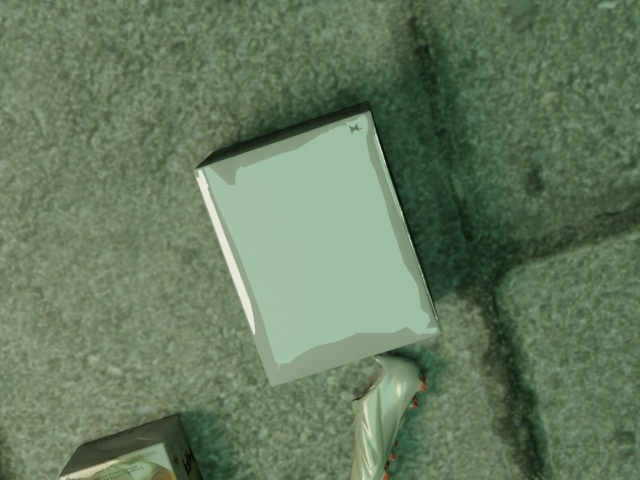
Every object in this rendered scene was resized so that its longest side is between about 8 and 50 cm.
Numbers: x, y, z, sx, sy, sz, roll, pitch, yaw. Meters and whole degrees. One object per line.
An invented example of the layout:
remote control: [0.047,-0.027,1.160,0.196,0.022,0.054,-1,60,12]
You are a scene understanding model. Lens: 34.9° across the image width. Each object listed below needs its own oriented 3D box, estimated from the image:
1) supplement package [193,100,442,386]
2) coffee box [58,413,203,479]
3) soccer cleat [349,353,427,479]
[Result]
supplement package: [0.000,0.000,1.163,0.204,0.145,0.262,-18,100,5]
coffee box: [-0.205,0.362,1.266,0.141,0.098,0.246,-19,100,5]
soccer cleat: [0.065,0.232,1.253,0.076,0.068,0.196,22,94,2]
